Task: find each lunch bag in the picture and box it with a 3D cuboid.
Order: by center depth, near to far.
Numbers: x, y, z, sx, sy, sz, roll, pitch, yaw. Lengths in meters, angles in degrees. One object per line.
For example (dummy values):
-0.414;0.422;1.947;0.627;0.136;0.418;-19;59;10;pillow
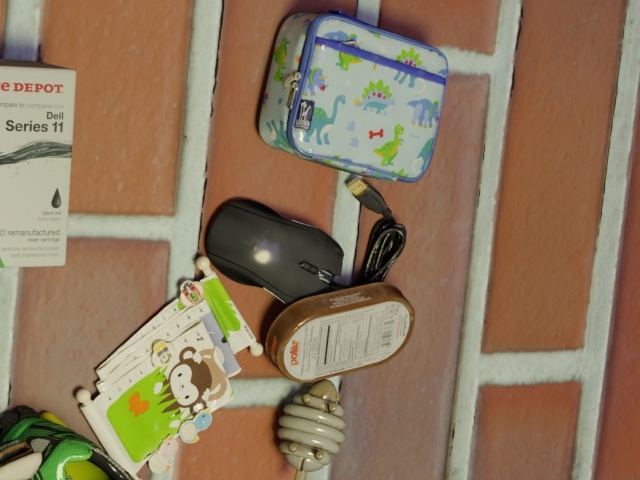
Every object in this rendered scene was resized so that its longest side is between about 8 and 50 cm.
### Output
0.041;-0.168;2.044;0.219;0.090;0.176;16;87;-37;lunch bag

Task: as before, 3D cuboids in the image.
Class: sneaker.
-0.228;0.331;1.917;0.134;0.146;0.343;-49;123;-17;sneaker

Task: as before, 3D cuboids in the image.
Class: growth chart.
-0.168;0.156;2.003;0.237;0.021;0.172;-47;122;-18;growth chart

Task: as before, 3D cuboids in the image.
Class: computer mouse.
0.000;0.000;2.064;0.262;0.060;0.184;33;81;-35;computer mouse

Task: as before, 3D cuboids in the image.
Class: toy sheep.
-0.011;0.227;2.083;0.091;0.091;0.132;28;77;-35;toy sheep

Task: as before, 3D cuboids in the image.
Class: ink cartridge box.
-0.337;-0.080;1.797;0.153;0.087;0.208;-2;99;-35;ink cartridge box

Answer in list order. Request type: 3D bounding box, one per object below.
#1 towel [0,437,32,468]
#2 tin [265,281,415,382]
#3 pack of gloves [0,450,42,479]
-0.429;0.346;1.691;0.271;0.040;0.370;-65;163;19;towel
0.026;0.109;2.078;0.190;0.040;0.106;-12;123;-26;tin
-0.355;0.321;1.719;0.195;0.046;0.232;-65;163;15;pack of gloves
